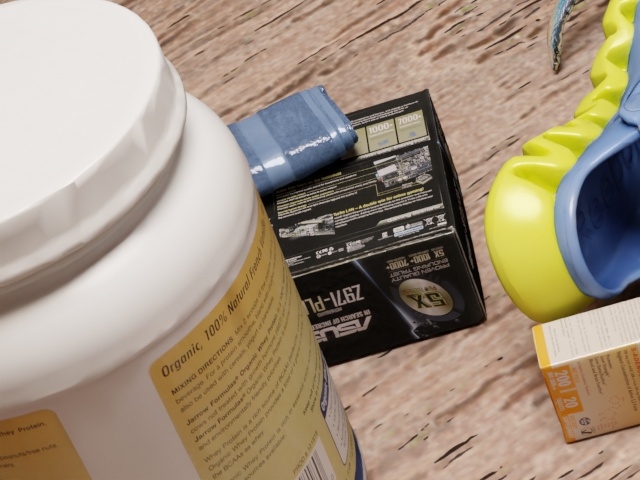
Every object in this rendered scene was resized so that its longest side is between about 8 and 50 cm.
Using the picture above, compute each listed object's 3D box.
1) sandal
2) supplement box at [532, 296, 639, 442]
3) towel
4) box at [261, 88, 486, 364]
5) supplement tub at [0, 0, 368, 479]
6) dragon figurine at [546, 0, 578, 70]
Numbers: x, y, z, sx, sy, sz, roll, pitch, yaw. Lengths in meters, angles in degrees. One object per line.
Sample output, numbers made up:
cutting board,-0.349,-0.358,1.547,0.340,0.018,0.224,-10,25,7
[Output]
sandal,0.219,-0.071,1.086,0.138,0.126,0.317,-4,41,38
supplement box,0.171,0.066,1.017,0.098,0.062,0.036,-17,38,9
towel,-0.038,-0.050,1.156,0.119,0.029,0.067,-25,37,-5
box,0.000,0.000,1.165,0.180,0.077,0.147,-17,39,7
supplement tub,-0.120,0.058,0.961,0.228,0.316,0.228,-13,38,10
dragon figurine,0.278,-0.219,1.277,0.289,0.085,0.144,-41,41,-24
